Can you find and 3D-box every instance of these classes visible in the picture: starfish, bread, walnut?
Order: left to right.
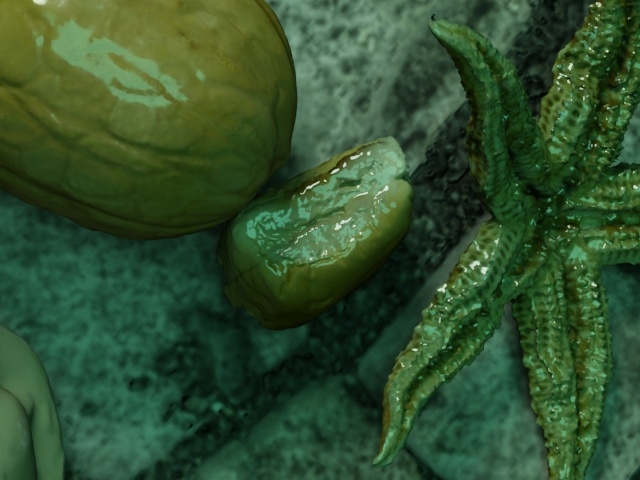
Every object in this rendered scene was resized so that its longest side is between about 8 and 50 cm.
[{"bbox_3d":[-0.120,-0.097,1.049,0.225,0.193,0.193,26,79,3],"label":"walnut"},{"bbox_3d":[0.001,-0.001,1.113,0.125,0.106,0.082,-30,91,-13],"label":"bread"},{"bbox_3d":[0.136,-0.010,1.138,0.358,0.078,0.347,-38,123,-18],"label":"starfish"}]

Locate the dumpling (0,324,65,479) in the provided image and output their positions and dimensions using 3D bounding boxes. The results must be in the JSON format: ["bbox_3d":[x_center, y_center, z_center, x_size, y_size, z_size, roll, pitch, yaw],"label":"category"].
[{"bbox_3d":[-0.233,0.196,0.997,0.318,0.187,0.243,-37,104,-27],"label":"dumpling"}]
